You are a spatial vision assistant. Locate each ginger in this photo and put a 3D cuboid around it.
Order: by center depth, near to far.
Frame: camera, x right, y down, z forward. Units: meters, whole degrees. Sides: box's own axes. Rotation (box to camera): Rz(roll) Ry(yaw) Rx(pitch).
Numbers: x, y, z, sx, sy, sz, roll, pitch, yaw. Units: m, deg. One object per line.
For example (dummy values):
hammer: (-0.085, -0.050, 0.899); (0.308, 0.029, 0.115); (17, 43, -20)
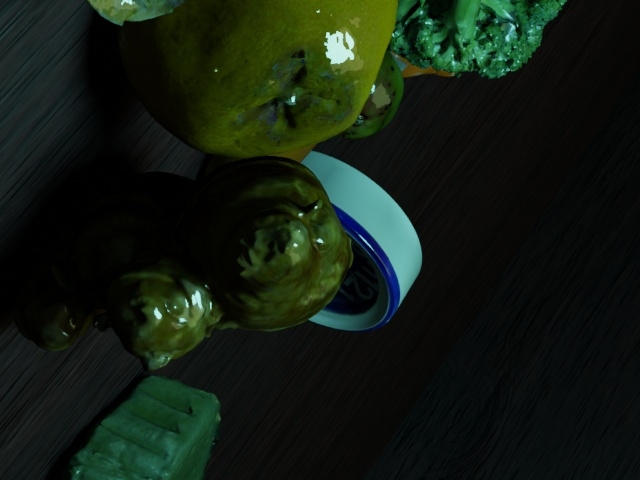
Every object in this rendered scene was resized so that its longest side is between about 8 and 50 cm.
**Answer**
ginger: (-0.118, 0.014, 1.547); (0.274, 0.358, 0.152); (-18, 101, -46)

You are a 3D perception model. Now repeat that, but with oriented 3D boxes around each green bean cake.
green bean cake: (-0.211, 0.285, 1.988); (0.227, 0.125, 0.222); (-46, 156, -50)

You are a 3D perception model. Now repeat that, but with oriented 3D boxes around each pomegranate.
pomegranate: (0.032, -0.180, 1.998); (0.130, 0.130, 0.130); (-54, 163, -25)

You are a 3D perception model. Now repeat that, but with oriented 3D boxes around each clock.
clock: (0.000, 0.000, 1.968); (0.083, 0.230, 0.230); (-57, 165, -33)

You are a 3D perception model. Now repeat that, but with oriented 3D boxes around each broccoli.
broccoli: (0.144, -0.305, 1.845); (0.270, 0.270, 0.270); (-60, 176, -5)

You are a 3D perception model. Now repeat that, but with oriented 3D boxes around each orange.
orange: (-0.054, -0.176, 1.478); (0.183, 0.249, 0.249); (-110, -152, -46)

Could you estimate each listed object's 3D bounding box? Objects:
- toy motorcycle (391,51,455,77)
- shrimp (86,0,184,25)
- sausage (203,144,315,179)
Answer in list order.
toy motorcycle: (0.146, -0.313, 2.093); (0.325, 0.148, 0.221); (-57, -174, -8)
shrimp: (-0.116, -0.272, 1.357); (0.296, 0.058, 0.169); (-41, 127, -49)
sausage: (-0.047, -0.109, 1.835); (0.197, 0.076, 0.076); (-45, 172, 24)
